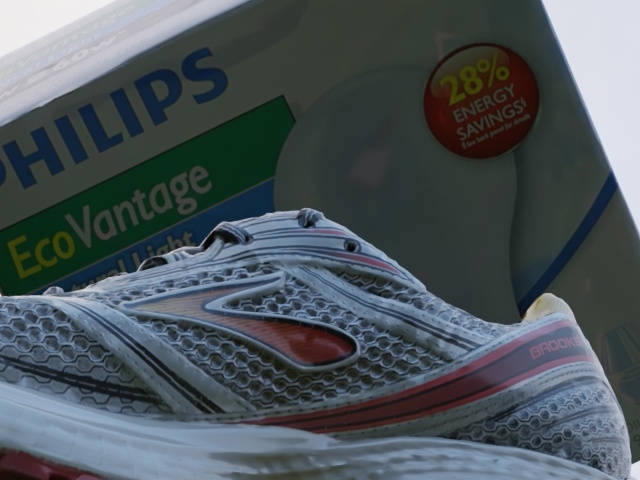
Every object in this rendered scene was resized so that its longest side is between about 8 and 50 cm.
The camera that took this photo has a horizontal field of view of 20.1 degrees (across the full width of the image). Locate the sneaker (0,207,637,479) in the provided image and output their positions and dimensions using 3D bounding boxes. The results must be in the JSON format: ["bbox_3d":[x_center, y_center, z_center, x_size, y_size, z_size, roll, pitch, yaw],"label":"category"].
[{"bbox_3d":[-0.031,0.039,0.410,0.225,0.093,0.088,12,-35,-24],"label":"sneaker"}]

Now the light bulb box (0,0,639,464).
[{"bbox_3d":[0.000,0.000,1.134,0.358,0.225,0.361,-26,-72,1],"label":"light bulb box"}]
